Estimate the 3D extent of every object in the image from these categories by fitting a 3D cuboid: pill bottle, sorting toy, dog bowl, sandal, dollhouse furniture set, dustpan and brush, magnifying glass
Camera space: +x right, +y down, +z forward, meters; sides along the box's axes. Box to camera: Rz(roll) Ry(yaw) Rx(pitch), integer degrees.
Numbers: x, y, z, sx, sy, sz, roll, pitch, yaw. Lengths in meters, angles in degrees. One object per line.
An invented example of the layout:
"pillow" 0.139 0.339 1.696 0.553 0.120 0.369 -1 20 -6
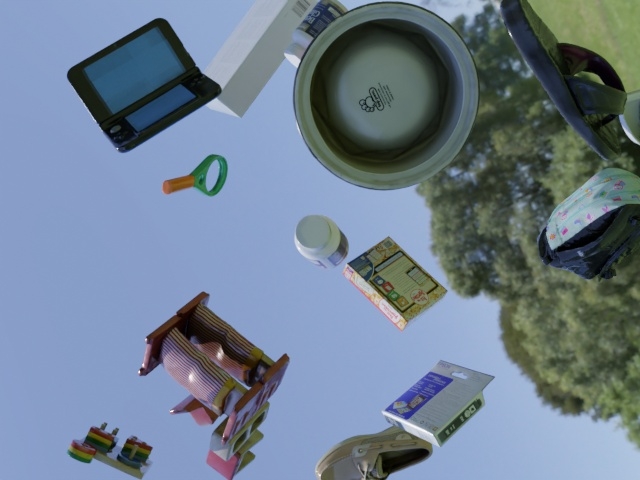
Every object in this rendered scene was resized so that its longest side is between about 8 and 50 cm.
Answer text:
"pill bottle" 0.000 0.000 1.914 0.193 0.108 0.108 47 -155 -74
"sorting toy" -0.369 0.379 1.496 0.132 0.046 0.274 25 172 -1
"dog bowl" 0.142 -0.327 1.830 0.408 0.408 0.150 60 -174 -15
"pill bottle" -0.009 -0.491 1.943 0.094 0.169 0.094 37 172 6
"sandal" 0.480 -0.294 1.491 0.446 0.107 0.167 36 -143 -40
"dollhouse furniture set" -0.206 0.293 1.454 0.201 0.374 0.152 35 -133 15
"dustpan and brush" 0.734 -0.228 1.790 0.060 0.147 0.211 -146 41 -65
"magnifying glass" -0.256 -0.127 1.692 0.231 0.026 0.092 -26 -51 -63

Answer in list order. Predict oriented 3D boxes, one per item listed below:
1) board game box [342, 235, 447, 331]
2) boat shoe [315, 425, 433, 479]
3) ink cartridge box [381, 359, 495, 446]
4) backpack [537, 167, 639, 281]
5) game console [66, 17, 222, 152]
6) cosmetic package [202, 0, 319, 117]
"board game box" 0.169 0.095 1.850 0.147 0.045 0.193 -31 -115 -34
"boat shoe" 0.144 0.605 2.244 0.121 0.341 0.110 60 -171 -26
"ink cartridge box" 0.280 0.374 1.897 0.208 0.206 0.045 -37 -69 -22
"backpack" 0.455 -0.027 1.320 0.152 0.182 0.115 13 -134 -29
"game console" -0.429 -0.381 1.972 0.250 0.293 0.173 41 162 54
"cosmetic package" -0.187 -0.526 2.256 0.097 0.377 0.284 37 177 -29
